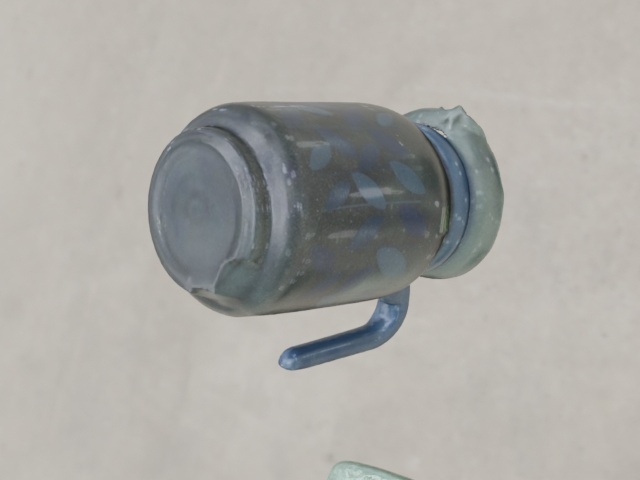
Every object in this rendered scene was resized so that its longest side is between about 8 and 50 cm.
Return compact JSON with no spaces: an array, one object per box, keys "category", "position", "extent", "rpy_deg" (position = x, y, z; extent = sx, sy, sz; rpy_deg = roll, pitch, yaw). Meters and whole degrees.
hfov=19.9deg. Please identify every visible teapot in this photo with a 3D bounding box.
[{"category":"teapot","position":[0.003,-0.001,0.429],"extent":[0.049,0.083,0.064],"rpy_deg":[-5,89,47]}]

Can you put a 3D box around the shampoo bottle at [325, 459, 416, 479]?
[{"category":"shampoo bottle","position":[0.003,0.189,0.757],"extent":[0.041,0.069,0.191],"rpy_deg":[83,-152,-69]}]
